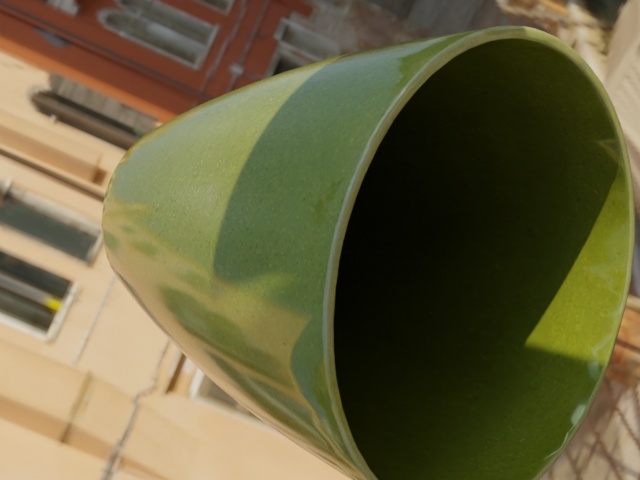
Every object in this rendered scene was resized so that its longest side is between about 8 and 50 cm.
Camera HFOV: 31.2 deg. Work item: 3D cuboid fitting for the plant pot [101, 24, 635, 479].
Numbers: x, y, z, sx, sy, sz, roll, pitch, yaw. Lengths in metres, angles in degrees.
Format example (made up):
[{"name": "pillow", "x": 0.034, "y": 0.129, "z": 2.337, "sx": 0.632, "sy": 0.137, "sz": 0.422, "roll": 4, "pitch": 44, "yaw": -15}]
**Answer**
[{"name": "plant pot", "x": 0.000, "y": 0.000, "z": 0.732, "sx": 0.293, "sy": 0.275, "sz": 0.275, "roll": 12, "pitch": 75, "yaw": 45}]
